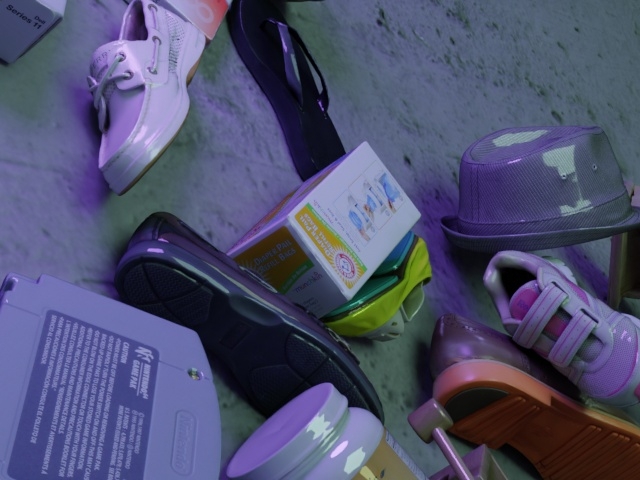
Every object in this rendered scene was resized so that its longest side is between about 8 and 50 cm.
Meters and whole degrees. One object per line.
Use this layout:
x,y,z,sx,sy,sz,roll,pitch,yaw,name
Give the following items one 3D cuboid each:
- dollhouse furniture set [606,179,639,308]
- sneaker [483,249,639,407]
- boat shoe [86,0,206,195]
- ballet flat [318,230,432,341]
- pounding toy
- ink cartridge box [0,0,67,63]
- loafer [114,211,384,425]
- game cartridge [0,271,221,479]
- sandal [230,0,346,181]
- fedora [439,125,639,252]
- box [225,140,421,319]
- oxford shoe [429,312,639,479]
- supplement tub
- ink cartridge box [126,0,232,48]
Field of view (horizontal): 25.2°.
0.469,0.108,1.795,0.394,0.257,0.362,-59,152,-51,dollhouse furniture set
0.259,0.093,1.554,0.111,0.103,0.252,18,16,-40,sneaker
-0.183,-0.146,1.377,0.096,0.098,0.277,40,27,-22,boat shoe
0.070,0.063,1.537,0.077,0.077,0.231,67,29,-13,ballet flat
0.130,0.259,1.380,0.206,0.094,0.181,56,10,0,pounding toy
-0.309,-0.289,1.340,0.153,0.087,0.208,33,38,-29,ink cartridge box
-0.053,0.078,1.338,0.302,0.109,0.095,38,33,-20,loafer
-0.171,0.146,1.079,0.196,0.060,0.294,19,30,-12,game cartridge
-0.022,-0.179,1.637,0.097,0.054,0.254,-9,69,-54,sandal
0.270,-0.072,1.725,0.276,0.244,0.124,-13,103,-26,fedora
0.000,0.000,1.457,0.103,0.114,0.203,53,34,-6,box
0.270,0.187,1.632,0.364,0.130,0.132,32,34,-33,oxford shoe
0.027,0.239,1.260,0.199,0.144,0.144,50,34,-9,supplement tub
-0.175,-0.302,1.563,0.179,0.045,0.145,44,34,-21,ink cartridge box
